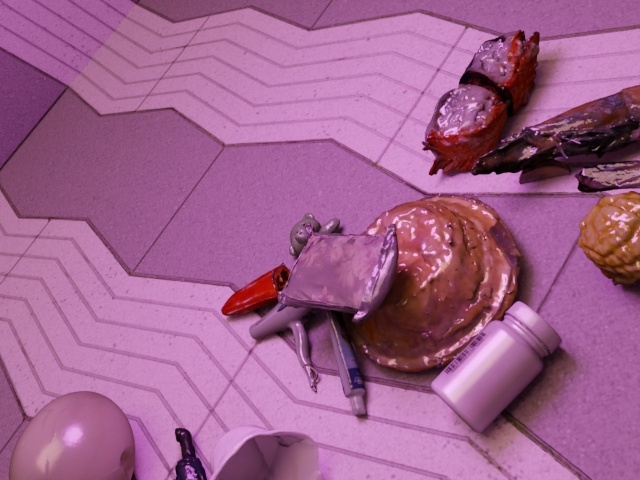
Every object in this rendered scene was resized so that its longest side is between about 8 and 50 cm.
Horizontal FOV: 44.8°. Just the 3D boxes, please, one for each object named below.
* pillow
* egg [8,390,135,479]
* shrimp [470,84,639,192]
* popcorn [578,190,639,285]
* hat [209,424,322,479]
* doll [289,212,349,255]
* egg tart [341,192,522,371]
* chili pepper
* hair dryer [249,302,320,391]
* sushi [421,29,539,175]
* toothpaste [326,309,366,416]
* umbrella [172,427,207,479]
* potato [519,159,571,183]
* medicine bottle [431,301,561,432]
[{"bbox_3d":[0.036,0.051,1.285,0.255,0.059,0.169,4,74,53],"label":"pillow"},{"bbox_3d":[-0.456,0.410,1.438,0.219,0.219,0.269,-17,53,26],"label":"egg"},{"bbox_3d":[0.464,-0.147,1.248,0.445,0.085,0.272,-12,36,16],"label":"shrimp"},{"bbox_3d":[0.472,-0.007,1.126,0.174,0.174,0.142,0,79,38],"label":"popcorn"},{"bbox_3d":[-0.108,0.374,1.255,0.203,0.203,0.126,-51,27,-9],"label":"hat"},{"bbox_3d":[0.000,0.000,1.541,0.150,0.077,0.115,21,81,33],"label":"doll"},{"bbox_3d":[0.165,0.049,1.318,0.352,0.150,0.351,-22,47,26],"label":"egg tart"},{"bbox_3d":[-0.134,0.114,1.553,0.169,0.064,0.088,-28,8,27],"label":"chili pepper"},{"bbox_3d":[-0.065,0.197,1.455,0.167,0.067,0.199,-19,61,37],"label":"hair dryer"},{"bbox_3d":[0.309,-0.266,1.480,0.130,0.124,0.332,21,69,34],"label":"sushi"},{"bbox_3d":[0.041,0.193,1.326,0.037,0.062,0.216,-22,65,15],"label":"toothpaste"},{"bbox_3d":[-0.225,0.425,1.363,0.071,0.071,0.248,-32,41,12],"label":"umbrella"},{"bbox_3d":[0.390,-0.131,1.370,0.093,0.036,0.037,-10,54,32],"label":"potato"},{"bbox_3d":[0.262,0.187,1.157,0.186,0.103,0.103,-46,42,-3],"label":"medicine bottle"}]
